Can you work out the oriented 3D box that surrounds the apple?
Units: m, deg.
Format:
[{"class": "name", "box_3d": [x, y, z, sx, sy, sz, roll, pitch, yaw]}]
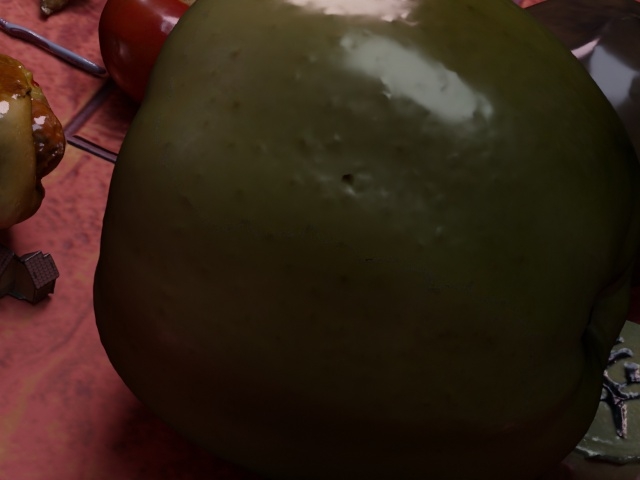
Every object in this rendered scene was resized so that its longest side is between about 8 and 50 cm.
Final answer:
[{"class": "apple", "box_3d": [0.045, -0.009, 1.570, 0.474, 0.473, 0.473, 10, 40, -8]}]

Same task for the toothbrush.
[{"class": "toothbrush", "box_3d": [-0.312, -0.216, 2.015, 0.193, 0.013, 0.019, 25, 47, 10]}]

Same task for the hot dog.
[{"class": "hot dog", "box_3d": [-0.333, -0.097, 1.749, 0.257, 0.150, 0.153, 19, 20, 35]}]

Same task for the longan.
[{"class": "longan", "box_3d": [0.266, -0.097, 1.859, 0.319, 0.319, 0.319, 10, 40, -8]}]

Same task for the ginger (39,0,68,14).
[{"class": "ginger", "box_3d": [-0.262, -0.353, 2.089, 0.133, 0.214, 0.059, 39, 1, 35]}]

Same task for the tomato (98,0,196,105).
[{"class": "tomato", "box_3d": [-0.137, -0.206, 1.969, 0.195, 0.136, 0.195, 8, 43, -7]}]

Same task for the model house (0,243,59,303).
[{"class": "model house", "box_3d": [-0.284, 0.019, 1.720, 0.083, 0.058, 0.057, 34, 44, 21]}]

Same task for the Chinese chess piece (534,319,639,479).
[{"class": "Chinese chess piece", "box_3d": [0.254, 0.152, 1.726, 0.188, 0.083, 0.188, 4, 47, -4]}]
